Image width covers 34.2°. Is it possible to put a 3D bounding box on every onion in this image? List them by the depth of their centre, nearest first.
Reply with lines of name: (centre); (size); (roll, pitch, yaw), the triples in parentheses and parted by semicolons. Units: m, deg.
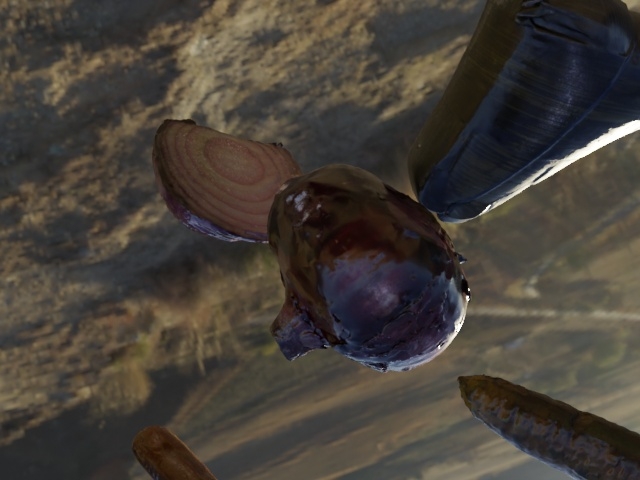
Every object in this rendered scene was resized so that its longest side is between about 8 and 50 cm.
onion: (0.038, 0.043, 1.107); (0.219, 0.252, 0.252); (-41, 162, -6)
onion: (-0.143, -0.058, 1.555); (0.250, 0.247, 0.111); (14, 128, -28)

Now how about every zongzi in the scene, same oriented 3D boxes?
zongzi: (0.375, -0.160, 1.502); (0.432, 0.208, 0.403); (18, 120, -17)

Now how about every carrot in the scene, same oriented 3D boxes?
carrot: (0.244, 0.182, 0.792); (0.066, 0.314, 0.066); (-60, 168, -22)

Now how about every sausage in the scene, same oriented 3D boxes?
sausage: (-0.205, 0.398, 1.677); (0.076, 0.302, 0.103); (-43, 129, -14)
